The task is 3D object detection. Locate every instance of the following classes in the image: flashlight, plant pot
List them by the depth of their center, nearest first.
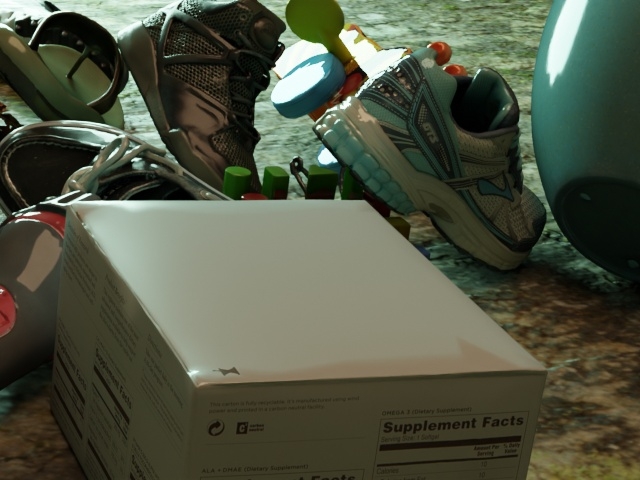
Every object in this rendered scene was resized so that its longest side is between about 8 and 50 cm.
[{"bbox_3d":[-0.223,0.052,1.184,0.103,0.103,0.304,18,22,21],"label":"flashlight"},{"bbox_3d":[0.288,-0.078,1.547,0.290,0.290,0.195,17,57,23],"label":"plant pot"}]

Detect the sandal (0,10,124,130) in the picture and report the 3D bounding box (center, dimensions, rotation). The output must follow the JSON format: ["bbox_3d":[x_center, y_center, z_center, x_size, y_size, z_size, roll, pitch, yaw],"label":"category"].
[{"bbox_3d":[-0.210,-0.147,1.628,0.120,0.086,0.303,41,2,0],"label":"sandal"}]

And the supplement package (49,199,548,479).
[{"bbox_3d":[-0.024,0.087,1.108,0.204,0.145,0.262,-1,23,-22],"label":"supplement package"}]

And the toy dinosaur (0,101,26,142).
[{"bbox_3d":[-0.352,-0.140,1.589,0.322,0.164,0.218,7,2,2],"label":"toy dinosaur"}]

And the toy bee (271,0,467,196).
[{"bbox_3d":[0.052,-0.121,1.680,0.162,0.195,0.298,-33,47,9],"label":"toy bee"}]

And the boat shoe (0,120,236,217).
[{"bbox_3d":[-0.141,-0.017,1.366,0.306,0.113,0.105,32,-1,32],"label":"boat shoe"}]

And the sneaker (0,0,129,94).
[{"bbox_3d":[-0.269,-0.196,1.862,0.234,0.078,0.106,17,24,28],"label":"sneaker"}]

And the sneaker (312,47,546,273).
[{"bbox_3d":[0.121,-0.063,1.481,0.283,0.122,0.110,24,25,-55],"label":"sneaker"}]

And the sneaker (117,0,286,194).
[{"bbox_3d":[-0.076,-0.123,1.590,0.087,0.130,0.227,43,17,-53],"label":"sneaker"}]

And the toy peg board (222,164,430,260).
[{"bbox_3d":[0.000,0.000,1.443,0.161,0.079,0.160,-3,23,-26],"label":"toy peg board"}]
